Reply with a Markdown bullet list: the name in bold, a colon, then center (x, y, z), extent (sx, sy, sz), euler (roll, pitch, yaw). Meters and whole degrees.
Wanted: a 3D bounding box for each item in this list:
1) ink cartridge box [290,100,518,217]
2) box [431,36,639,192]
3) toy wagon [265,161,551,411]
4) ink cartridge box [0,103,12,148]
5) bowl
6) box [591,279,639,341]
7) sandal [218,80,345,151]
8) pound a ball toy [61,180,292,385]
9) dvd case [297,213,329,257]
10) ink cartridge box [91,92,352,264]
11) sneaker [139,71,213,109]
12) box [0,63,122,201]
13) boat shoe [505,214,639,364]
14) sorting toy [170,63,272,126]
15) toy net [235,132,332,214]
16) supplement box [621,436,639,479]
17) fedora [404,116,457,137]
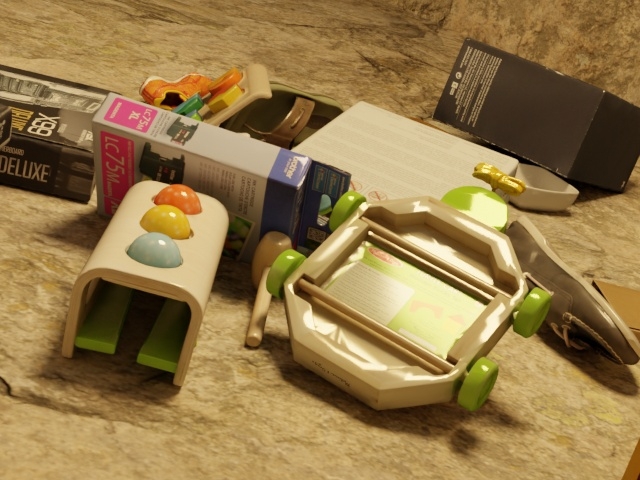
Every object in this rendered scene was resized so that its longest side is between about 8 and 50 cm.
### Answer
- **ink cartridge box**: center (0.100, -0.073, 1.789), extent (0.308, 0.091, 0.385), euler (24, 39, 21)
- **box**: center (0.454, -0.246, 2.249), extent (0.313, 0.178, 0.343), euler (29, 13, 29)
- **toy wagon**: center (0.119, 0.039, 1.255), extent (0.267, 0.068, 0.344), euler (29, 52, 22)
- **ink cartridge box**: center (-0.562, -0.119, 1.275), extent (0.307, 0.072, 0.303), euler (21, 36, 5)
- **bowl**: center (0.384, -0.095, 2.058), extent (0.142, 0.053, 0.142), euler (4, 22, -29)
- **box**: center (0.507, 0.119, 1.634), extent (0.201, 0.021, 0.164), euler (13, 20, -7)
- **sandal**: center (-0.051, -0.201, 1.924), extent (0.303, 0.120, 0.086), euler (-5, 43, -46)
- **pound a ball toy**: center (-0.134, 0.028, 1.213), extent (0.208, 0.135, 0.319), euler (15, 21, -4)
- **dvd case**: center (0.000, 0.000, 1.471), extent (0.119, 0.087, 0.013), euler (32, 55, 34)
- **ink cartridge box**: center (-0.125, -0.058, 1.381), extent (0.311, 0.185, 0.065), euler (16, 54, 4)
- **sneaker**: center (-0.250, -0.258, 2.014), extent (0.067, 0.064, 0.175), euler (46, 35, 17)
- **box**: center (-0.418, -0.163, 1.581), extent (0.243, 0.076, 0.307), euler (13, 21, -8)
- **boat shoe**: center (0.318, 0.084, 1.512), extent (0.112, 0.095, 0.335), euler (47, 7, -33)
- **sorting toy**: center (-0.178, -0.212, 1.781), extent (0.208, 0.038, 0.193), euler (-29, 22, 6)
- **toy net**: center (-0.090, -0.088, 1.669), extent (0.232, 0.045, 0.122), euler (27, 60, 28)
- **supplement box**: center (0.440, 0.245, 1.091), extent (0.191, 0.129, 0.194), euler (6, 22, -27)
- **fedora**: center (0.213, -0.151, 2.025), extent (0.194, 0.079, 0.194), euler (26, 15, -7)
